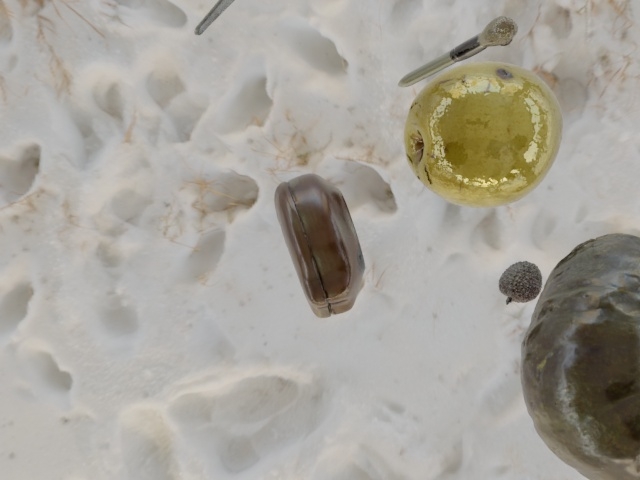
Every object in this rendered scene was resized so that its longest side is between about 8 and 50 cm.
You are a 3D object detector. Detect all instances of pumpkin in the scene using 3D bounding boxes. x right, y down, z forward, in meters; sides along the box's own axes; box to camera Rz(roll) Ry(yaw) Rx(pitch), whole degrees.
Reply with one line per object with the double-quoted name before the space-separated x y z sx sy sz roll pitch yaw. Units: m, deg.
"pumpkin" 0.374 0.172 0.851 0.325 0.232 0.242 55 138 0

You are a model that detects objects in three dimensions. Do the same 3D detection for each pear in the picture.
"pear" 0.361 -0.236 1.636 0.348 0.348 0.349 0 92 7

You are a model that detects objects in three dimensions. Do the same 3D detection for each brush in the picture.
"brush" 0.214 -0.297 1.190 0.042 0.299 0.039 11 77 -26

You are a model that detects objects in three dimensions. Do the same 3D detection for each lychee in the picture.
"lychee" 0.319 0.069 1.153 0.067 0.068 0.083 18 66 35

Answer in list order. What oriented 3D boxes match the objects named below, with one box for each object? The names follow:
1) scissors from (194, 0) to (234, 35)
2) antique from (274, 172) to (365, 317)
"scissors" -0.062 -0.265 0.706 0.015 0.100 0.189 29 72 20
"antique" 0.000 0.000 1.358 0.129 0.223 0.278 -18 61 -2
